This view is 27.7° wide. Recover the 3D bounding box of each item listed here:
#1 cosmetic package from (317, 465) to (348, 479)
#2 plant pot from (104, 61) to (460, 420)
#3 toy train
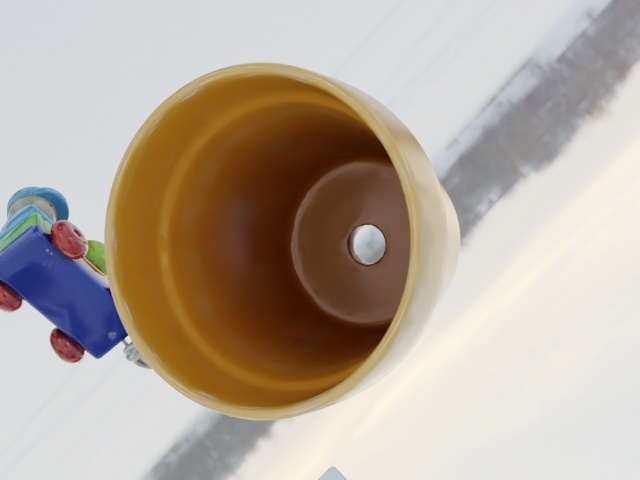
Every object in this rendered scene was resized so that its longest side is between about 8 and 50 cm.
[{"bbox_3d":[-0.017,0.509,1.573,0.377,0.284,0.097,-43,168,-13],"label":"cosmetic package"},{"bbox_3d":[0.000,0.000,0.825,0.205,0.205,0.188,-47,162,18],"label":"plant pot"},{"bbox_3d":[-0.228,0.055,1.327,0.105,0.248,0.143,-38,-148,10],"label":"toy train"}]
